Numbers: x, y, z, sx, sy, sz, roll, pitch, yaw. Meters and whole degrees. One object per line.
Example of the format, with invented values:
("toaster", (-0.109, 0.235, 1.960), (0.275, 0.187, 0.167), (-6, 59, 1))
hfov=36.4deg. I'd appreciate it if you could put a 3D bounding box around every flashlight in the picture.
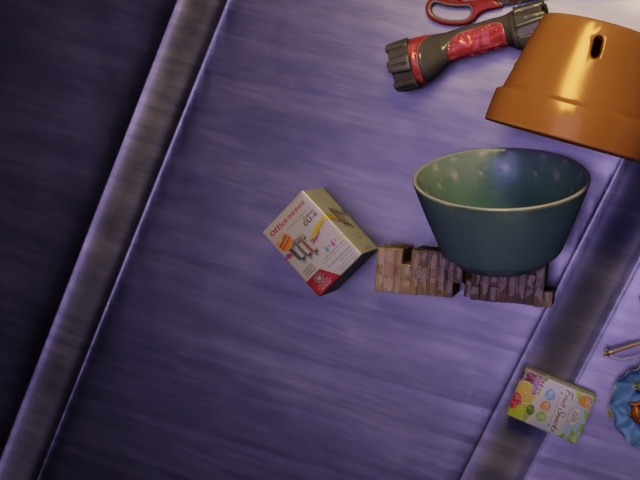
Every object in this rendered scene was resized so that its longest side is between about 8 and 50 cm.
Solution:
("flashlight", (0.278, -0.362, 1.827), (0.304, 0.103, 0.103), (-12, 90, 20))

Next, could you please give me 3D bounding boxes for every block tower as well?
("block tower", (0.279, 0.063, 1.870), (0.335, 0.091, 0.097), (6, 97, 18))

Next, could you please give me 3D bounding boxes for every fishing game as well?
("fishing game", (0.626, 0.308, 1.795), (0.189, 0.041, 0.264), (-20, 92, 18))

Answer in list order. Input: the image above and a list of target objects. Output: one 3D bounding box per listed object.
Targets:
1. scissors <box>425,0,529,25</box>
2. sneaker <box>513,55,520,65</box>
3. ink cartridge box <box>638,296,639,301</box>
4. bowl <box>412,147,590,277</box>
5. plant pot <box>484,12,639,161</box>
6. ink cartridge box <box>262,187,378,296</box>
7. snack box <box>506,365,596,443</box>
("scissors", (0.347, -0.448, 1.843), (0.297, 0.021, 0.109), (12, 96, 16))
("sneaker", (0.372, -0.299, 1.819), (0.042, 0.067, 0.118), (26, 102, 15))
("ink cartridge box", (0.623, 0.137, 1.791), (0.048, 0.028, 0.083), (-22, 88, 20))
("bowl", (0.325, -0.043, 1.763), (0.311, 0.311, 0.163), (4, 117, 18))
("plant pot", (0.452, -0.267, 1.680), (0.291, 0.291, 0.203), (18, 98, 17))
("ink cartridge box", (0.000, 0.000, 1.940), (0.128, 0.127, 0.176), (-46, 79, 17))
("snack box", (0.441, 0.313, 1.864), (0.141, 0.037, 0.100), (22, 102, 15))
